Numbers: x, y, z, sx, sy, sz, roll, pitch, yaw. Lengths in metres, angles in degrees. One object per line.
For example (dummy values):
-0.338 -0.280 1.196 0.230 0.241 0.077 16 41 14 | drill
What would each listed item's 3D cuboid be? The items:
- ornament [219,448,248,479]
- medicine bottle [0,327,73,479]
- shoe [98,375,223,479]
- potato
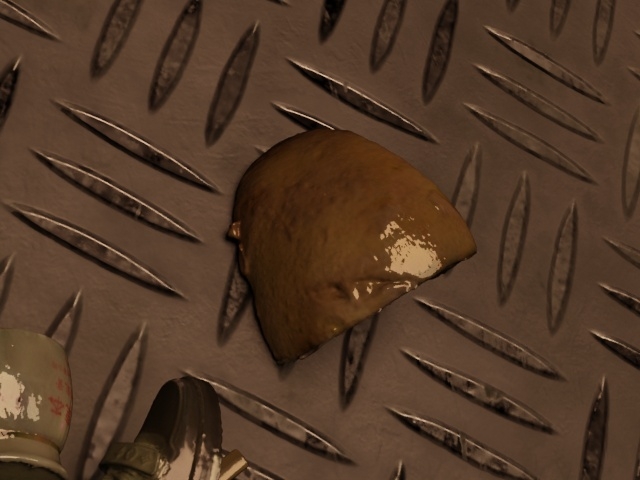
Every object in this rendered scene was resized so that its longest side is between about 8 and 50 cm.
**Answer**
-0.148 0.306 1.502 0.245 0.061 0.230 -33 74 -19 | ornament
-0.311 0.173 1.467 0.147 0.147 0.143 9 60 -27 | medicine bottle
-0.192 0.250 1.406 0.149 0.109 0.293 21 69 -25 | shoe
0.008 -0.024 1.757 0.211 0.189 0.264 -22 76 -39 | potato
